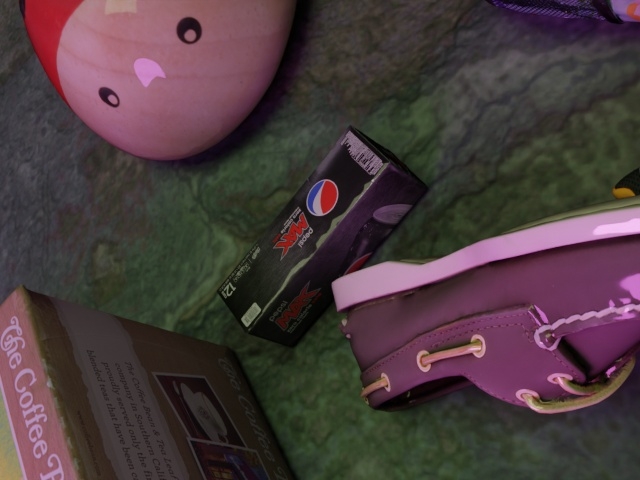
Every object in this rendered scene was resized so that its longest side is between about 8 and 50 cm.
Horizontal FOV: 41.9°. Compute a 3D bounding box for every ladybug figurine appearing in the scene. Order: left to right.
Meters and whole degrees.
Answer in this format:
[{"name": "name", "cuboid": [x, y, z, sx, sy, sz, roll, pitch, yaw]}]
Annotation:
[{"name": "ladybug figurine", "cuboid": [-0.184, -0.282, 0.812, 0.305, 0.162, 0.449, -38, 55, 20]}]

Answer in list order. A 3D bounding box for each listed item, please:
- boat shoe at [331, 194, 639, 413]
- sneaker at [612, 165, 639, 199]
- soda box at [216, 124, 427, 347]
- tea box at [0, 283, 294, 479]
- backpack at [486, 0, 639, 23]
[{"name": "boat shoe", "cuboid": [0.114, 0.042, 0.455, 0.324, 0.117, 0.096, -21, 76, 58]}, {"name": "sneaker", "cuboid": [0.215, 0.040, 0.457, 0.083, 0.084, 0.214, -18, 55, 34]}, {"name": "soda box", "cuboid": [0.000, 0.000, 0.638, 0.169, 0.060, 0.053, -50, 51, 12]}, {"name": "tea box", "cuboid": [-0.172, 0.270, 0.562, 0.323, 0.220, 0.329, -44, 53, 14]}, {"name": "backpack", "cuboid": [0.207, -0.253, 0.508, 0.253, 0.191, 0.225, 23, 87, 34]}]
